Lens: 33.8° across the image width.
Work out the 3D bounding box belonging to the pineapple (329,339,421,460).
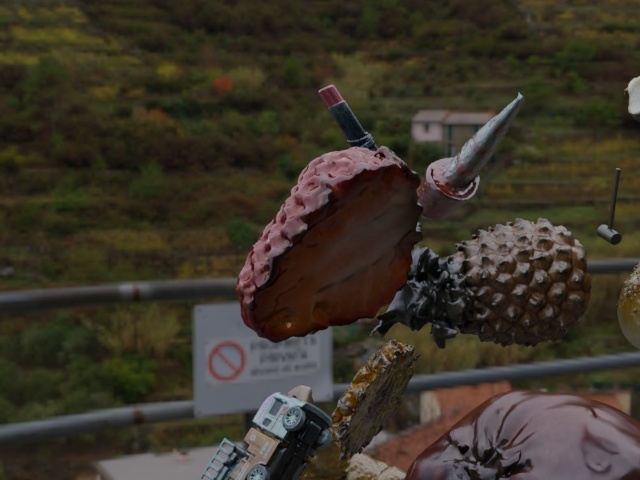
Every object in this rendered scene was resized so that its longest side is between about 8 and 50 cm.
[{"bbox_3d":[0.074,0.235,1.578,0.047,0.221,0.221,31,21,22],"label":"pineapple"}]

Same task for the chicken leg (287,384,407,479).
[{"bbox_3d":[0.061,0.442,2.010,0.295,0.409,0.182,4,36,39],"label":"chicken leg"}]

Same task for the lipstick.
[{"bbox_3d":[0.066,-0.167,1.810,0.053,0.234,0.053,-31,22,14],"label":"lipstick"}]

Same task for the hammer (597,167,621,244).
[{"bbox_3d":[0.415,-0.050,1.489,0.019,0.110,0.035,-6,26,-20],"label":"hammer"}]

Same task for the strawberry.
[{"bbox_3d":[0.000,0.000,1.546,0.336,0.265,0.149,-36,45,-22],"label":"strawberry"}]

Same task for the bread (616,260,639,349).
[{"bbox_3d":[0.606,0.078,1.647,0.306,0.158,0.305,-13,4,1],"label":"bread"}]

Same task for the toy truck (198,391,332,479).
[{"bbox_3d":[-0.073,0.280,1.364,0.115,0.177,0.080,21,-16,47],"label":"toy truck"}]

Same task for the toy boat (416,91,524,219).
[{"bbox_3d":[0.279,-0.164,1.843,0.096,0.282,0.206,43,40,10],"label":"toy boat"}]

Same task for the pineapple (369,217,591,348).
[{"bbox_3d":[0.244,0.078,1.718,0.357,0.223,0.223,-6,9,-19],"label":"pineapple"}]

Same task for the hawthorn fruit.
[{"bbox_3d":[0.236,0.311,1.031,0.308,0.324,0.308,-28,10,5],"label":"hawthorn fruit"}]

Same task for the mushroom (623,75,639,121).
[{"bbox_3d":[0.546,-0.167,1.629,0.095,0.123,0.351,43,2,35],"label":"mushroom"}]
